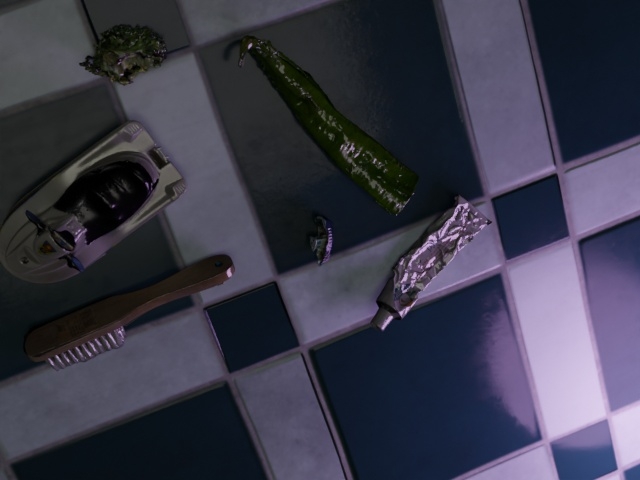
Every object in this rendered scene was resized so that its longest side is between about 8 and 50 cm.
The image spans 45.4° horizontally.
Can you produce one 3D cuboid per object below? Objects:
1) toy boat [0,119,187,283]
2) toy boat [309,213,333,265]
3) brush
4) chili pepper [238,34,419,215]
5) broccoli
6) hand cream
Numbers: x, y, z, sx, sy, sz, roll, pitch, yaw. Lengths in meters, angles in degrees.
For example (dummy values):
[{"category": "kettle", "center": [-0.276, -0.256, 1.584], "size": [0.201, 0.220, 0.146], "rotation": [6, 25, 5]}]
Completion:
[{"category": "toy boat", "center": [-0.319, -0.040, 1.055], "size": [0.269, 0.141, 0.141], "rotation": [-42, 112, -14]}, {"category": "toy boat", "center": [0.000, 0.000, 1.191], "size": [0.038, 0.038, 0.083], "rotation": [-6, 107, -12]}, {"category": "brush", "center": [-0.277, 0.110, 1.147], "size": [0.327, 0.070, 0.065], "rotation": [-24, 128, -8]}, {"category": "chili pepper", "center": [0.010, -0.170, 1.125], "size": [0.359, 0.076, 0.085], "rotation": [39, 67, -24]}, {"category": "broccoli", "center": [-0.262, -0.247, 1.025], "size": [0.097, 0.092, 0.095], "rotation": [29, 116, -9]}, {"category": "hand cream", "center": [0.169, 0.043, 1.241], "size": [0.084, 0.050, 0.257], "rotation": [39, 88, -22]}]
